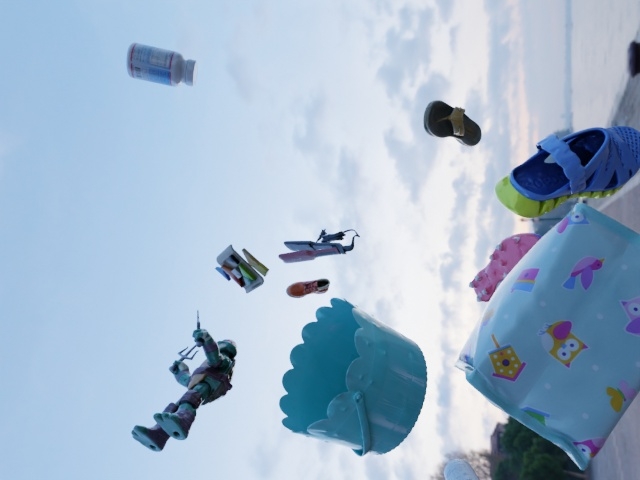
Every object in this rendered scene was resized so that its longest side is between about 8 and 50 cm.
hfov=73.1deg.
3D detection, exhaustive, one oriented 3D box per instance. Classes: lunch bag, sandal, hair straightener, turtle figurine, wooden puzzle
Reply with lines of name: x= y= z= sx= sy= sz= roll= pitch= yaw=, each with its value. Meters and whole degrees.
lunch bag: x=0.277 y=0.110 z=0.514 sx=0.223 sy=0.160 sz=0.262 roll=-55 pitch=-20 yaw=-2
sandal: x=0.472 y=-0.144 z=0.769 sx=0.317 sy=0.126 sz=0.138 roll=-23 pitch=-29 yaw=-19
hair straightener: x=0.000 y=0.000 z=1.038 sx=0.047 sy=0.230 sz=0.089 roll=43 pitch=-130 yaw=-35
turtle figurine: x=-0.198 y=0.217 z=0.707 sx=0.175 sy=0.118 sz=0.234 roll=-58 pitch=3 yaw=35
sandal: x=0.268 y=-0.229 z=0.842 sx=0.180 sy=0.049 sz=0.072 roll=8 pitch=-94 yaw=-36
wooden puzzle: x=-0.119 y=0.044 z=0.627 sx=0.078 sy=0.116 sz=0.014 roll=45 pitch=-125 yaw=-1

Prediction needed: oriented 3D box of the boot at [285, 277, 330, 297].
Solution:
boot: x=-0.042 y=0.162 z=1.515 sx=0.085 sy=0.157 sz=0.059 roll=121 pitch=139 yaw=-68

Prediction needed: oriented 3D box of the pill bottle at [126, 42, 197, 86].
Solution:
pill bottle: x=-0.400 y=-0.442 z=1.100 sx=0.087 sy=0.160 sz=0.087 roll=-170 pitch=90 yaw=-80

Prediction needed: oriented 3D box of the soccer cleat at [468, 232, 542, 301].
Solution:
soccer cleat: x=0.384 y=0.052 z=0.861 sx=0.248 sy=0.095 sz=0.083 roll=103 pitch=149 yaw=-58

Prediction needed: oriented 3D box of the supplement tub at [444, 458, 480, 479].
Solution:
supplement tub: x=0.327 y=0.553 z=0.971 sx=0.107 sy=0.071 sz=0.071 roll=-98 pitch=6 yaw=-87

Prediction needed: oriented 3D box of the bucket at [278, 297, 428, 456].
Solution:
bucket: x=0.061 y=0.270 z=0.850 sx=0.183 sy=0.281 sz=0.281 roll=29 pitch=-121 yaw=-17
